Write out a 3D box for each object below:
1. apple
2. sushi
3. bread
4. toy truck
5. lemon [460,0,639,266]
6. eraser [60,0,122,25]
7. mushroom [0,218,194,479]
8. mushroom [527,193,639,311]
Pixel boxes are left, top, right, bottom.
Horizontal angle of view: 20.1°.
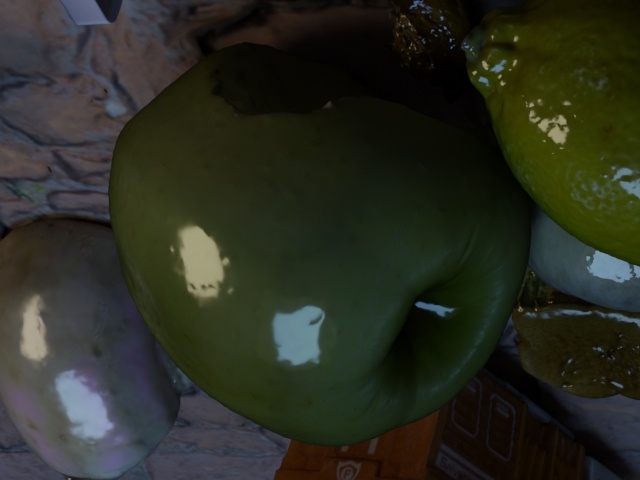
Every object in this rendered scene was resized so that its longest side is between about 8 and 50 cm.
[{"bbox_3d":[0.000,0.000,1.180,0.279,0.279,0.279,8,148,5],"label":"apple"},{"bbox_3d":[0.072,-0.126,1.150,0.060,0.061,0.118,-26,132,8],"label":"sushi"},{"bbox_3d":[0.215,0.066,1.407,0.128,0.069,0.140,-1,145,21],"label":"bread"},{"bbox_3d":[0.135,0.232,1.570,0.173,0.206,0.387,-1,154,38],"label":"toy truck"},{"bbox_3d":[0.202,-0.075,1.079,0.248,0.184,0.184,21,149,5],"label":"lemon"},{"bbox_3d":[-0.152,-0.186,1.121,0.026,0.065,0.105,0,148,20],"label":"eraser"},{"bbox_3d":[-0.194,0.093,1.489,0.236,0.162,0.173,-6,146,22],"label":"mushroom"},{"bbox_3d":[0.206,-0.018,1.227,0.154,0.122,0.154,9,-169,-2],"label":"mushroom"}]
